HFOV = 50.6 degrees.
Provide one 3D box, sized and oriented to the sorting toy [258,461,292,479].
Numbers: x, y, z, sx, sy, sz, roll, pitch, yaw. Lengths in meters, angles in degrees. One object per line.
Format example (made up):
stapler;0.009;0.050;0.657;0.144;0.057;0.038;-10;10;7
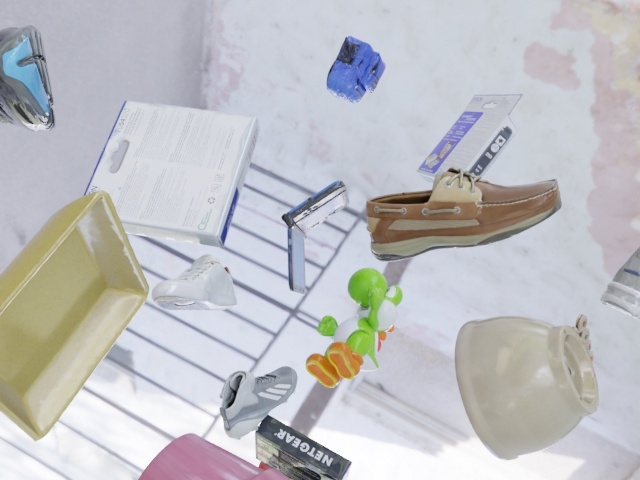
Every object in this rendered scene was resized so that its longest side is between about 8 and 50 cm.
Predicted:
sorting toy;-0.077;0.644;1.452;0.127;0.126;0.365;65;23;-47

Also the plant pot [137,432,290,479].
plant pot;-0.153;0.373;0.934;0.201;0.180;0.201;-45;155;-28

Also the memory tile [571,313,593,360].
memory tile;0.528;0.234;1.394;0.113;0.012;0.148;-44;128;-27

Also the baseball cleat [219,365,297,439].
baseball cleat;-0.107;0.264;1.218;0.206;0.072;0.109;-44;125;-55

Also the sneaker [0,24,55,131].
sneaker;-0.427;-0.199;0.880;0.341;0.140;0.125;-168;-108;-64

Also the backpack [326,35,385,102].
backpack;0.072;-0.352;1.428;0.120;0.101;0.098;-60;155;1

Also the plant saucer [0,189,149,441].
plant saucer;-0.433;0.117;1.096;0.332;0.081;0.332;-58;163;-29

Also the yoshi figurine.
yoshi figurine;0.092;0.205;1.812;0.362;0.204;0.203;-47;147;-43

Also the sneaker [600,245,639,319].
sneaker;0.544;0.080;1.049;0.281;0.105;0.115;15;102;-46

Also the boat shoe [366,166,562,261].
boat shoe;0.217;-0.054;1.100;0.122;0.324;0.119;-43;116;-63

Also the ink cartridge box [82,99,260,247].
ink cartridge box;-0.335;-0.158;1.534;0.071;0.330;0.324;79;23;-62

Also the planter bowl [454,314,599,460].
planter bowl;0.238;0.152;0.751;0.109;0.162;0.162;-24;-167;33

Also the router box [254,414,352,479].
router box;-0.034;0.401;1.237;0.046;0.179;0.133;-55;163;-34

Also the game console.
game console;0.000;0.000;1.745;0.250;0.173;0.293;-33;173;1

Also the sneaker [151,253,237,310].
sneaker;-0.279;0.088;1.478;0.290;0.106;0.123;22;59;-71

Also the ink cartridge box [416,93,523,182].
ink cartridge box;0.300;-0.196;1.340;0.208;0.045;0.206;-53;-163;2
